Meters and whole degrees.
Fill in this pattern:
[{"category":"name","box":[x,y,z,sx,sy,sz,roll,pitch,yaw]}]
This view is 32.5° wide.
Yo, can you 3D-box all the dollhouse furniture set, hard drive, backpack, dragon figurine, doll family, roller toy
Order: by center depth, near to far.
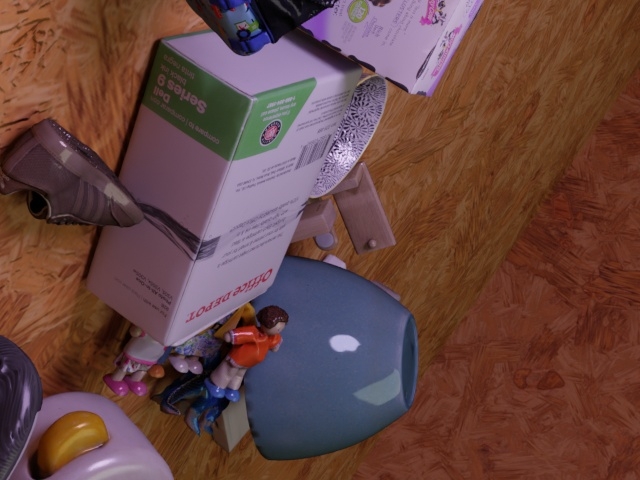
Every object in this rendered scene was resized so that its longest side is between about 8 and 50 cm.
[{"category":"backpack","box":[-0.071,-0.250,0.829,0.117,0.158,0.173,-36,146,-5]},{"category":"roller toy","box":[-0.256,0.269,1.155,0.191,0.146,0.209,24,100,-49]},{"category":"doll family","box":[-0.153,0.090,1.305,0.263,0.118,0.163,12,118,-52]},{"category":"dollhouse furniture set","box":[0.000,0.000,1.398,0.151,0.144,0.123,-66,137,-62]},{"category":"dragon figurine","box":[-0.146,0.181,1.475,0.144,0.085,0.289,-55,163,-4]},{"category":"hard drive","box":[-0.067,0.183,1.763,0.307,0.040,0.203,-49,161,-24]}]

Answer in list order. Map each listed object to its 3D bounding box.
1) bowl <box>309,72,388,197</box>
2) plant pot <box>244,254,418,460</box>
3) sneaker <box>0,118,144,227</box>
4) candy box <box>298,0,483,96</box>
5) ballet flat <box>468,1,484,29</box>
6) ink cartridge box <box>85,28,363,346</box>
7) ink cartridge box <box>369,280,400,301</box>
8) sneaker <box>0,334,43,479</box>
[{"category":"bowl","box":[0.001,-0.142,1.312,0.170,0.080,0.170,-50,161,-24]},{"category":"plant pot","box":[0.030,0.166,1.534,0.290,0.195,0.290,1,90,-75]},{"category":"sneaker","box":[-0.220,-0.045,0.956,0.071,0.066,0.188,-39,156,-1]},{"category":"candy box","box":[0.058,-0.258,1.071,0.165,0.196,0.070,-61,162,15]},{"category":"ballet flat","box":[0.202,-0.363,1.489,0.067,0.073,0.206,-59,173,-48]},{"category":"ink cartridge box","box":[-0.100,-0.063,1.114,0.211,0.121,0.289,-28,147,-56]},{"category":"ink cartridge box","box":[0.014,0.194,1.833,0.275,0.060,0.239,-59,163,8]},{"category":"sneaker","box":[-0.385,0.256,0.921,0.447,0.169,0.257,-47,170,-4]}]
